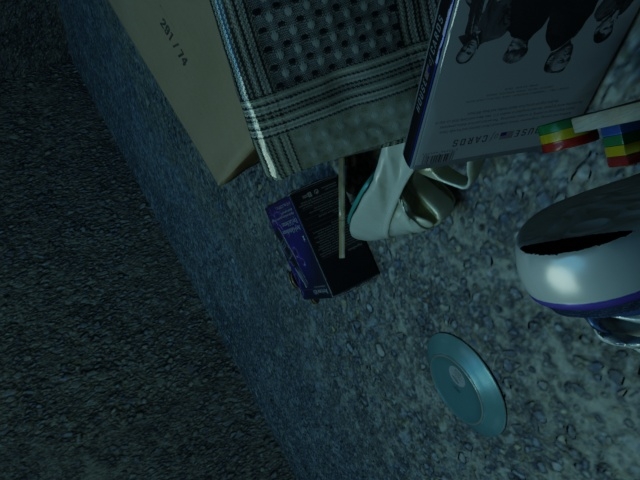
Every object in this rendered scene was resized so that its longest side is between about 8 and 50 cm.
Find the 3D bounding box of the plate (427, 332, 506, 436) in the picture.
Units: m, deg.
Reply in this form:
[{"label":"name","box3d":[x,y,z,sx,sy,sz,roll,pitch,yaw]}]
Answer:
[{"label":"plate","box3d":[0.230,0.242,1.035,0.188,0.024,0.188,49,153,36]}]

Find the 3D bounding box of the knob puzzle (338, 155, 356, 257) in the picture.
[{"label":"knob puzzle","box3d":[0.043,-0.099,1.006,0.213,0.030,0.213,0,-90,-88]}]

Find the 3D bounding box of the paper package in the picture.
[{"label":"paper package","box3d":[-0.104,-0.277,0.771,0.325,0.168,0.309,60,152,0]}]

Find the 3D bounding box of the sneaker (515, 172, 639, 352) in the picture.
[{"label":"sneaker","box3d":[0.263,0.067,0.409,0.130,0.323,0.236,-11,95,49]}]

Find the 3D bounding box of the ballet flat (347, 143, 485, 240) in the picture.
[{"label":"ballet flat","box3d":[0.131,-0.089,0.815,0.139,0.139,0.400,56,155,22]}]

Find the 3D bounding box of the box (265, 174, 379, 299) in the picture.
[{"label":"box","box3d":[0.000,0.000,1.191,0.207,0.108,0.153,67,157,-1]}]

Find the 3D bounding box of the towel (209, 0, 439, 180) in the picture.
[{"label":"towel","box3d":[0.065,-0.230,0.561,0.056,0.324,0.312,-118,12,-64]}]

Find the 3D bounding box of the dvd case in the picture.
[{"label":"dvd case","box3d":[0.178,-0.164,0.545,0.238,0.179,0.029,98,158,-52]}]

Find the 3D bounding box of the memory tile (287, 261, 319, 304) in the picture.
[{"label":"memory tile","box3d":[-0.039,0.053,1.311,0.113,0.012,0.148,45,-149,-46]}]

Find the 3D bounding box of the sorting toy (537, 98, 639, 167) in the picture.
[{"label":"sorting toy","box3d":[0.273,-0.087,0.424,0.274,0.132,0.046,-168,62,-79]}]
